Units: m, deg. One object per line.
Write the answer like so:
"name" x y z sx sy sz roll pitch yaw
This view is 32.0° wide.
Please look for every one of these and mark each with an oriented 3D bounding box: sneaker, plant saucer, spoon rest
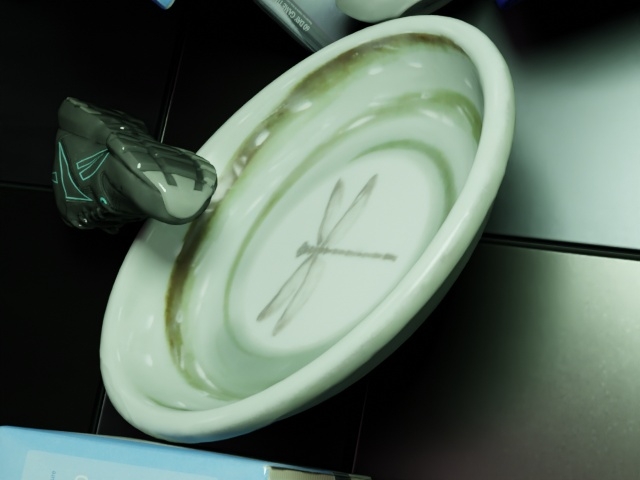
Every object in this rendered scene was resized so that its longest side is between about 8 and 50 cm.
"sneaker" -0.172 -0.048 0.989 0.267 0.101 0.106 33 105 57
"plant saucer" 0.000 0.000 0.883 0.400 0.100 0.400 -32 34 24
"spoon rest" 0.135 -0.265 0.948 0.276 0.137 0.084 -25 86 4

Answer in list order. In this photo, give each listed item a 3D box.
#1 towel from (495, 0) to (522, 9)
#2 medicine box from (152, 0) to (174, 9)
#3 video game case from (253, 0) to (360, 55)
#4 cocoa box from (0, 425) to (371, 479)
"towel" 0.174 -0.349 0.811 0.227 0.076 0.308 -22 96 21
"medicine box" -0.124 -0.363 0.890 0.263 0.149 0.289 -50 31 9
"video game case" 0.032 -0.308 0.951 0.026 0.196 0.274 34 90 37
"cocoa box" -0.119 0.327 0.829 0.231 0.228 0.347 3 78 22
